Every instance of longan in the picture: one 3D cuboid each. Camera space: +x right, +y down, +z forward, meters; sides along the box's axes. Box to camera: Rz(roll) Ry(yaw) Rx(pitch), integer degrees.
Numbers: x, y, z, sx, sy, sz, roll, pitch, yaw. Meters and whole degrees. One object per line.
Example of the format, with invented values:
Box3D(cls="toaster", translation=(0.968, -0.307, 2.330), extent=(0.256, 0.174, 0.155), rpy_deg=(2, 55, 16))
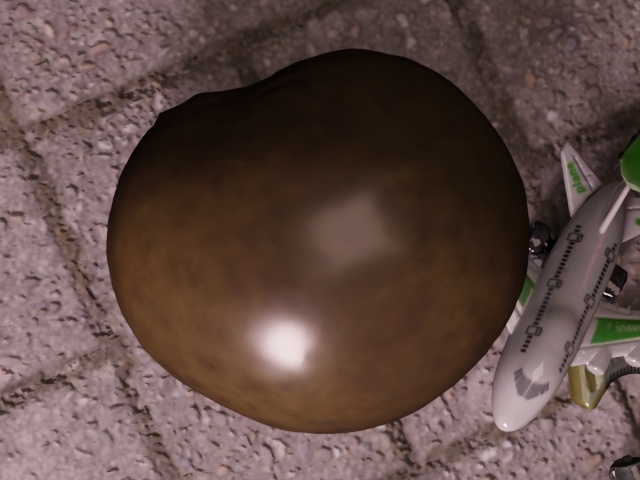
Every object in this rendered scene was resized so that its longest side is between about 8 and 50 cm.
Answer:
Box3D(cls="longan", translation=(0.000, 0.000, 1.100), extent=(0.318, 0.319, 0.319), rpy_deg=(0, 88, -9))

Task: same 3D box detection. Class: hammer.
Box3D(cls="hammer", translation=(0.329, 0.092, 1.275), extent=(0.226, 0.041, 0.159), rpy_deg=(-11, 90, -9))

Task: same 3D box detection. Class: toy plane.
Box3D(cls="toy plane", translation=(0.207, 0.051, 1.216), extent=(0.251, 0.101, 0.255), rpy_deg=(28, 76, 0))

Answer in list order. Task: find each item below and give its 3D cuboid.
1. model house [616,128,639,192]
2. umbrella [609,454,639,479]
Box3D(cls="model house", translation=(0.488, -0.012, 1.157), extent=(0.300, 0.340, 0.324), rpy_deg=(-47, 137, -11))
Box3D(cls="umbrella", translation=(0.313, 0.299, 1.260), extent=(0.066, 0.059, 0.236), rpy_deg=(-21, 89, -27))
